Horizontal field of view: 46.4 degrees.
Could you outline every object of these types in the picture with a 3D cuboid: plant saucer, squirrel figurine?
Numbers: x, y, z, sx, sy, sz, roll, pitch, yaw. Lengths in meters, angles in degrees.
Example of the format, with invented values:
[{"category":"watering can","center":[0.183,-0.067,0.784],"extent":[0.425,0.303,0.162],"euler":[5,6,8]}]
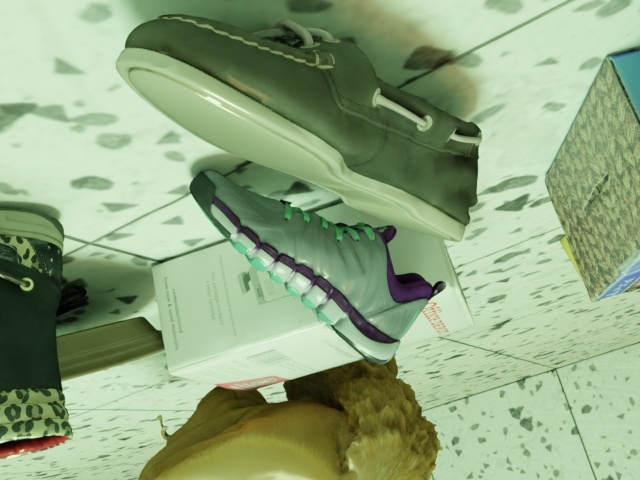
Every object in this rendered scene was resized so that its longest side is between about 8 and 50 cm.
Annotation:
[{"category":"plant saucer","center":[-0.286,0.121,0.736],"extent":[0.278,0.041,0.278],"euler":[-13,179,0]},{"category":"squirrel figurine","center":[-0.046,0.277,1.022],"extent":[0.397,0.281,0.370],"euler":[-33,-167,-10]}]

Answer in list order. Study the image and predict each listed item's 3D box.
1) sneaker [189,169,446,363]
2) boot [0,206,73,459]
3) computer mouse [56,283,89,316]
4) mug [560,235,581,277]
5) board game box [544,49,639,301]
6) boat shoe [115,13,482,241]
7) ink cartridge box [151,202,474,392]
[{"category":"sneaker","center":[0.000,0.000,0.614],"extent":[0.098,0.224,0.083],"euler":[-48,-161,0]},{"category":"boot","center":[-0.288,0.066,0.508],"extent":[0.237,0.178,0.085],"euler":[-1,155,-32]},{"category":"computer mouse","center":[-0.304,0.058,0.673],"extent":[0.106,0.042,0.193],"euler":[-22,159,21]},{"category":"mug","center":[0.356,0.020,1.001],"extent":[0.078,0.064,0.062],"euler":[-8,159,-18]},{"category":"board game box","center":[0.381,-0.075,0.658],"extent":[0.291,0.141,0.232],"euler":[-14,160,-2]},{"category":"boat shoe","center":[0.012,-0.083,0.487],"extent":[0.112,0.095,0.335],"euler":[15,176,37]},{"category":"ink cartridge box","center":[0.002,0.061,0.784],"extent":[0.283,0.117,0.207],"euler":[-18,159,10]}]
